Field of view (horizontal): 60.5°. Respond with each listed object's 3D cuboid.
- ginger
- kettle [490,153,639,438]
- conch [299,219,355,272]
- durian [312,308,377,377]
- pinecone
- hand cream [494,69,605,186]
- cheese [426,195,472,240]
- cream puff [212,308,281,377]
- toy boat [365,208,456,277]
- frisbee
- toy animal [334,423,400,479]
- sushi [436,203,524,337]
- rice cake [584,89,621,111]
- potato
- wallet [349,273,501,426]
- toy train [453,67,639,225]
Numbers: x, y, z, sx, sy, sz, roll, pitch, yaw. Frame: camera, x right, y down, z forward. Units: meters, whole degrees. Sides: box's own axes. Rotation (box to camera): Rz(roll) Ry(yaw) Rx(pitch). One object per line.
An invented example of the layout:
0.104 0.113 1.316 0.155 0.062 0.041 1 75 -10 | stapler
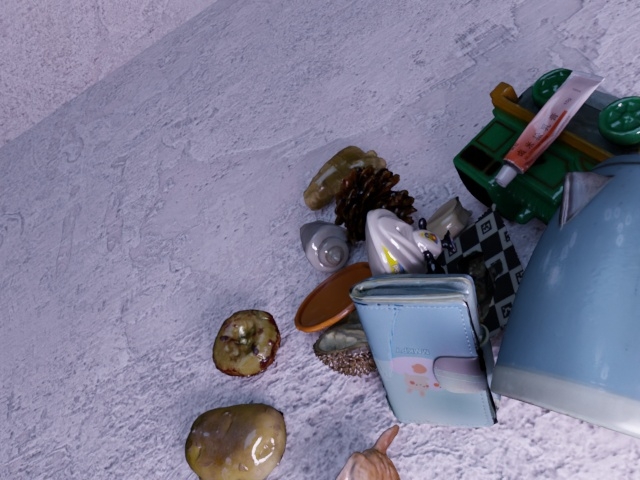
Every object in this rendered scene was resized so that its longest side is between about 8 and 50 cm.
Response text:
0.043 -0.158 1.257 0.205 0.081 0.115 -27 75 2 | ginger
0.405 0.069 0.682 0.247 0.319 0.342 -12 59 70 | kettle
0.009 0.006 1.162 0.104 0.094 0.176 -55 16 3 | conch
0.078 0.183 0.935 0.148 0.091 0.188 -37 15 -29 | durian
0.110 -0.066 1.085 0.173 0.173 0.174 -19 47 21 | pinecone
0.351 -0.173 0.856 0.052 0.038 0.216 39 96 23 | hand cream
0.221 -0.020 0.999 0.092 0.047 0.171 -39 4 43 | cheese
-0.139 0.207 1.076 0.149 0.084 0.149 -16 52 22 | cream puff
0.150 0.052 0.873 0.140 0.269 0.141 -9 47 10 | toy boat
0.034 0.112 1.040 0.192 0.035 0.192 -33 16 11 | frisbee
0.110 0.371 0.762 0.184 0.104 0.185 -47 38 -18 | toy animal
0.272 0.076 0.920 0.193 0.040 0.210 -49 35 35 | sushi
0.521 -0.245 1.002 0.226 0.085 0.040 44 130 48 | rice cake
-0.160 0.351 0.976 0.200 0.081 0.164 -14 48 22 | potato
0.155 0.164 0.786 0.176 0.250 0.075 -5 32 25 | wallet
0.402 -0.124 0.918 0.249 0.178 0.429 -43 42 6 | toy train
